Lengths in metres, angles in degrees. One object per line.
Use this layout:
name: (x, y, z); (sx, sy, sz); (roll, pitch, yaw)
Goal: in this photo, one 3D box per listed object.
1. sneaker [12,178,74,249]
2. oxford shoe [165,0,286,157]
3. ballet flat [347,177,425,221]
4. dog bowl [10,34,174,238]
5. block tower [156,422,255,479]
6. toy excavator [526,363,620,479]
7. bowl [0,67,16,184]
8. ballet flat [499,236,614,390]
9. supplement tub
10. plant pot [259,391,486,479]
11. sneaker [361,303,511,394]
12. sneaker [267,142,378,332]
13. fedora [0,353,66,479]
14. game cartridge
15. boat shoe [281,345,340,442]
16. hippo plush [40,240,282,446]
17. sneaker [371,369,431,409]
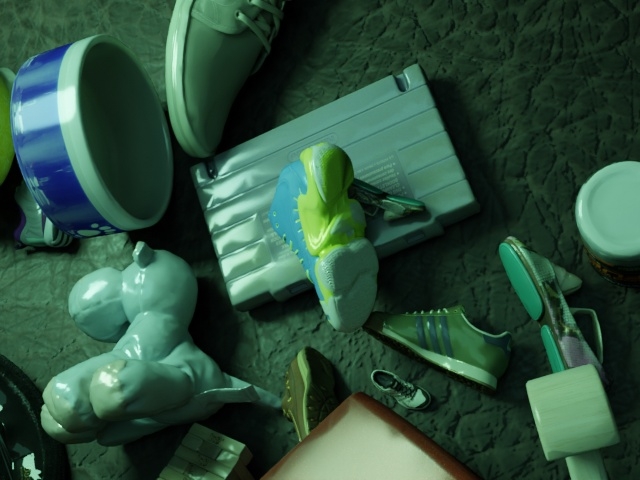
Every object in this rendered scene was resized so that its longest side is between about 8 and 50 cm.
sneaker: (-0.416, -0.097, 1.652); (0.098, 0.083, 0.224); (-7, 73, 21)
oxford shoe: (-0.112, -0.329, 1.579); (0.130, 0.169, 0.450); (8, 72, 18)
ballet flat: (0.081, -0.047, 1.442); (0.114, 0.041, 0.041); (21, 82, 22)
dog bowl: (-0.304, -0.138, 1.526); (0.104, 0.265, 0.265); (-12, 71, 18)
block tower: (-0.198, 0.394, 1.370); (0.091, 0.097, 0.335); (17, 60, 32)
toy excavator: (0.323, 0.413, 1.164); (0.222, 0.433, 0.445); (-18, 34, 8)
bowl: (-0.524, -0.185, 1.652); (0.156, 0.289, 0.289); (-20, 62, -34)
ballet flat: (0.295, 0.090, 1.378); (0.079, 0.077, 0.222); (-19, 73, -8)
supplement tub: (0.364, -0.012, 1.313); (0.117, 0.190, 0.117); (-5, 72, 17)
plant pot: (0.075, 0.333, 1.282); (0.267, 0.267, 0.236); (-43, 56, 2)
sneaker: (0.153, 0.117, 1.418); (0.192, 0.064, 0.086); (25, 76, 22)
sneaker: (0.000, 0.000, 1.438); (0.126, 0.091, 0.240); (-10, 85, 50)
fedora: (-0.507, 0.298, 1.499); (0.152, 0.334, 0.334); (-43, 63, 36)
game cartridge: (0.015, -0.065, 1.515); (0.355, 0.068, 0.230); (-23, 73, 10)
boat shoe: (-0.015, 0.210, 1.411); (0.060, 0.064, 0.178); (-45, 26, 21)
hippo plush: (-0.233, 0.121, 1.444); (0.294, 0.234, 0.237); (-15, 71, 14)
sneaker: (0.100, 0.190, 1.424); (0.083, 0.037, 0.032); (22, 80, 21)
